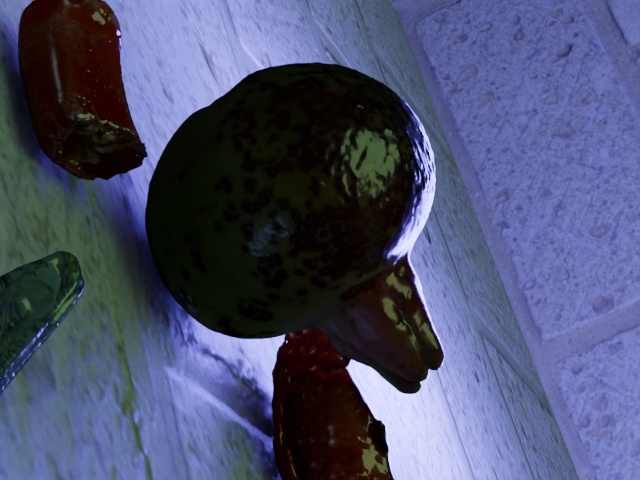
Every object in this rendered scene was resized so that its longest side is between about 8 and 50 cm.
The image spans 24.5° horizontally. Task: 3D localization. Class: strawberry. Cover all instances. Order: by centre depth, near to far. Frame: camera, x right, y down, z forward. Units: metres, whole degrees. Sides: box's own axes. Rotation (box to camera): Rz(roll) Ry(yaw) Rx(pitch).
[{"bbox_3d":[0.001,0.145,1.097,0.121,0.082,0.188,80,-12,-46],"label":"strawberry"}]

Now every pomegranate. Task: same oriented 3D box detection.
[{"bbox_3d":[0.000,0.000,1.022,0.248,0.214,0.214,54,11,6],"label":"pomegranate"}]

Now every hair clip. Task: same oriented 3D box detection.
[{"bbox_3d":[-0.159,0.057,0.671,0.066,0.036,0.229,57,20,-12],"label":"hair clip"}]

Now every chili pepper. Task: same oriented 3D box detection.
[{"bbox_3d":[-0.154,-0.101,0.936,0.070,0.073,0.123,117,-35,-49],"label":"chili pepper"}]
